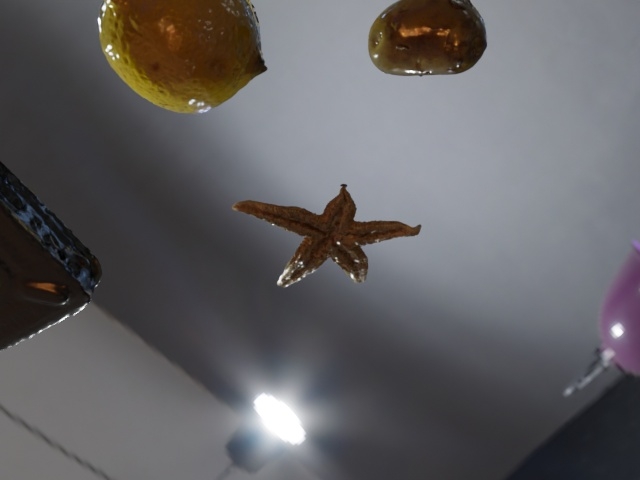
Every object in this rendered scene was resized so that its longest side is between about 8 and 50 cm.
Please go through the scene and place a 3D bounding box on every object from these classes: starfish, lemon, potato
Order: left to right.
[{"bbox_3d":[-0.211,-0.314,1.789,0.253,0.228,0.228,41,-166,-29],"label":"lemon"},{"bbox_3d":[0.000,0.005,1.914,0.295,0.231,0.048,7,-134,-8],"label":"starfish"},{"bbox_3d":[0.159,-0.306,1.792,0.176,0.137,0.137,3,-166,4],"label":"potato"}]

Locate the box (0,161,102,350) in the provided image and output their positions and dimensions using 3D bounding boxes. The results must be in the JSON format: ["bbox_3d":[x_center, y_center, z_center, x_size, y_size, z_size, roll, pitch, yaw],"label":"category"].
[{"bbox_3d":[-0.545,0.028,1.762,0.359,0.350,0.091,49,-154,-27],"label":"box"}]
